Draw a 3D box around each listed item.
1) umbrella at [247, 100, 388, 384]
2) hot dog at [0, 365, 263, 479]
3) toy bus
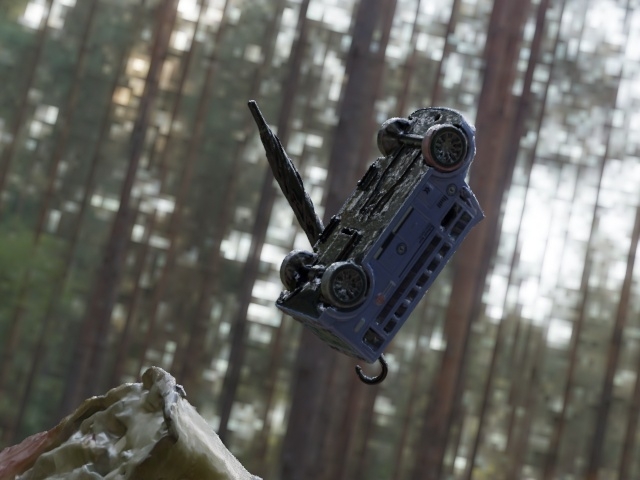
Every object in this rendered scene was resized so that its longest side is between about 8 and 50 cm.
[{"bbox_3d":[0.005,-0.002,1.718,0.044,0.269,0.044,-22,8,7],"label":"umbrella"},{"bbox_3d":[-0.129,0.296,1.392,0.367,0.196,0.365,-32,-61,20],"label":"hot dog"},{"bbox_3d":[0.047,-0.006,1.296,0.076,0.167,0.073,42,-12,-26],"label":"toy bus"}]
